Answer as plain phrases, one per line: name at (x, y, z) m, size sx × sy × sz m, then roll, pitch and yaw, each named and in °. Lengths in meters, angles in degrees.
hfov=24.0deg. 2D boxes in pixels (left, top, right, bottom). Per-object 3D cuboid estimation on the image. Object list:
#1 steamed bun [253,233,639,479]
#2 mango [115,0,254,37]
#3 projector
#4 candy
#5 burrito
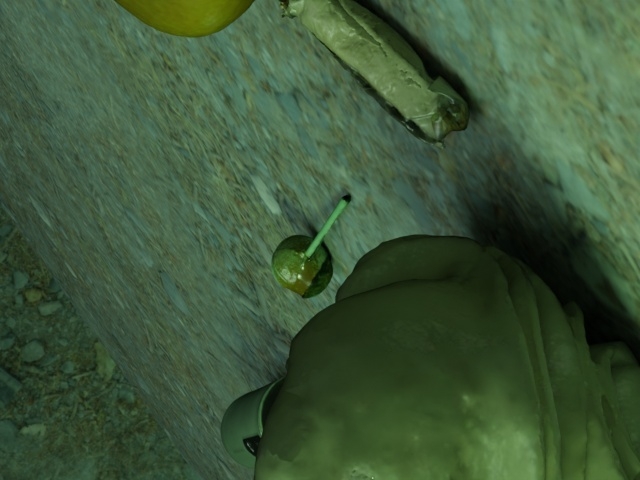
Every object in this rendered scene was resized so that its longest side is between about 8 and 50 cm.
steamed bun at (0.109, 0.166, 0.982) m, size 0.219 × 0.309 × 0.324 m, roll 0°, pitch 118°, yaw 23°
mango at (-0.157, -0.290, 0.967) m, size 0.365 × 0.182 × 0.253 m, roll 62°, pitch 163°, yaw -18°
projector at (-0.050, 0.228, 1.865) m, size 0.108 × 0.108 × 0.337 m, roll 56°, pitch 165°, yaw 2°
candy at (0.000, 0.000, 1.369) m, size 0.061 × 0.061 × 0.202 m, roll 54°, pitch 156°, yaw 8°
burrito at (0.035, -0.125, 1.002) m, size 0.185 × 0.041 × 0.045 m, roll 48°, pitch 121°, yaw 30°
